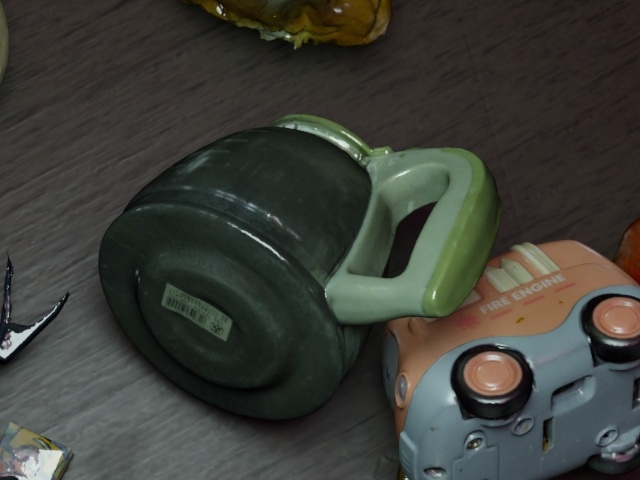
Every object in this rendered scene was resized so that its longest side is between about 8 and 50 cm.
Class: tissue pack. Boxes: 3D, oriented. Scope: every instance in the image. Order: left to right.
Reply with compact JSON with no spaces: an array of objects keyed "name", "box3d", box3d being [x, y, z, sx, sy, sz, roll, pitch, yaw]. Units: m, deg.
[{"name":"tissue pack","box3d":[-0.263,0.211,1.503,0.063,0.035,0.083,23,71,1]}]

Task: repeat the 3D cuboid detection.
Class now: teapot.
[{"name":"teapot","box3d":[-0.019,-0.014,1.472,0.239,0.321,0.239,43,51,-9]}]

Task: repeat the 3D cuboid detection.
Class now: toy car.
[{"name":"toy car","box3d":[0.168,0.106,1.517,0.270,0.180,0.212,-22,46,-16]}]

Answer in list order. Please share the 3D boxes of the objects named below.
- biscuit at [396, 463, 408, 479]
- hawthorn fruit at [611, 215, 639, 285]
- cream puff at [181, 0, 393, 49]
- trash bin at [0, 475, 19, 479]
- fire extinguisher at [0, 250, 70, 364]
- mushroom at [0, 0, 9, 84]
[{"name":"biscuit","box3d":[0.154,0.289,1.542,0.236,0.039,0.180,32,71,0]},{"name":"hawthorn fruit","box3d":[0.355,0.026,1.564,0.157,0.194,0.157,7,66,-16]},{"name":"cream puff","box3d":[-0.035,-0.288,1.599,0.241,0.155,0.269,-40,90,18]},{"name":"trash bin","box3d":[-0.292,0.306,1.403,0.175,0.175,0.161,-27,98,-14]},{"name":"fire extinguisher","box3d":[-0.397,0.055,1.493,0.344,0.102,0.138,9,71,-5]},{"name":"mushroom","box3d":[-0.393,-0.181,1.523,0.226,0.178,0.226,1,84,-9]}]
